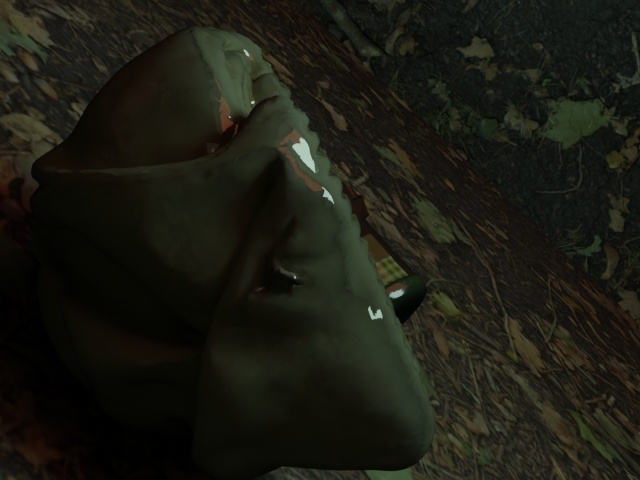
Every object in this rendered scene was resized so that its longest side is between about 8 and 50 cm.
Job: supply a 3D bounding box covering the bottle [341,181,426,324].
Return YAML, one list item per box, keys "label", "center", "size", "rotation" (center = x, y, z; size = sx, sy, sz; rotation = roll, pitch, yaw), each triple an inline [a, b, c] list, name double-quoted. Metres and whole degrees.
- label: "bottle"
  center: [0.000, 0.000, 1.217]
  size: [0.143, 0.156, 0.271]
  rotation: [-27, 69, -35]

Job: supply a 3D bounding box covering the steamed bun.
- label: "steamed bun"
  center: [-0.094, 0.027, 0.810]
  size: [0.342, 0.255, 0.367]
  rotation: [-129, -162, -73]
